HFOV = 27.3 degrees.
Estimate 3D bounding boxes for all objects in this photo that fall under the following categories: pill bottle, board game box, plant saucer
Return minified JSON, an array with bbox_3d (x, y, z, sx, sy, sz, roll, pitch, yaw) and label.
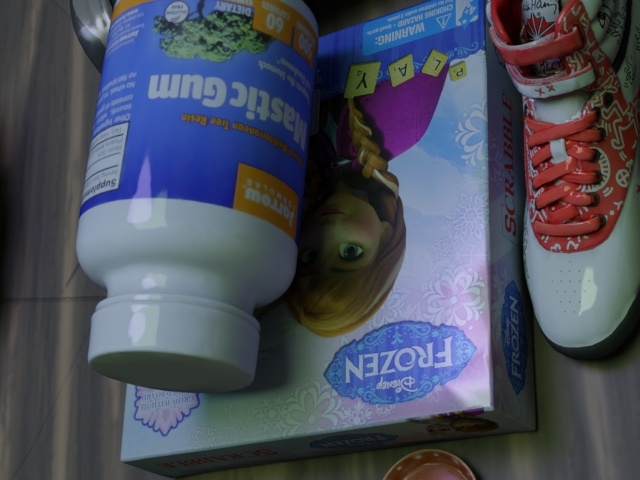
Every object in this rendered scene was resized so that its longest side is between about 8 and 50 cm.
[{"bbox_3d":[-0.086,-0.039,0.915,0.152,0.152,0.271,-10,65,34],"label":"pill bottle"},{"bbox_3d":[0.000,0.000,0.978,0.319,0.066,0.317,-14,63,32],"label":"board game box"},{"bbox_3d":[0.073,0.181,0.879,0.084,0.013,0.083,-15,63,32],"label":"plant saucer"}]

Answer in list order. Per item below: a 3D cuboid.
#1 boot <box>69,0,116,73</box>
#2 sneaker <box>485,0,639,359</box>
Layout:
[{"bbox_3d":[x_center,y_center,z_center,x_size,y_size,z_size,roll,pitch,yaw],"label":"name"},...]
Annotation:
[{"bbox_3d":[-0.070,-0.317,1.127,0.284,0.138,0.377,-21,48,22],"label":"boot"},{"bbox_3d":[0.153,-0.069,0.841,0.090,0.145,0.270,-1,70,37],"label":"sneaker"}]
